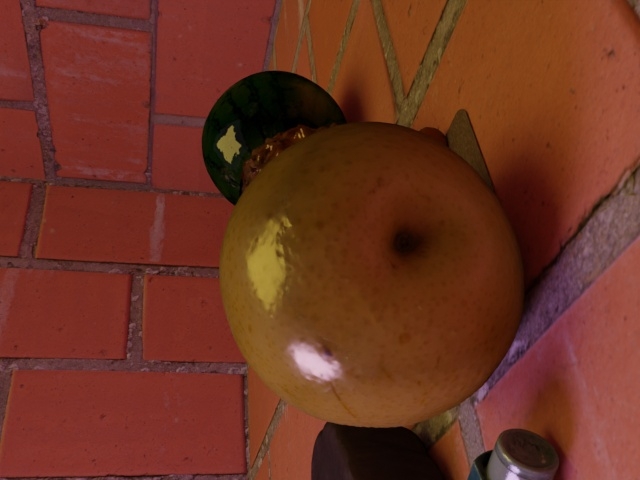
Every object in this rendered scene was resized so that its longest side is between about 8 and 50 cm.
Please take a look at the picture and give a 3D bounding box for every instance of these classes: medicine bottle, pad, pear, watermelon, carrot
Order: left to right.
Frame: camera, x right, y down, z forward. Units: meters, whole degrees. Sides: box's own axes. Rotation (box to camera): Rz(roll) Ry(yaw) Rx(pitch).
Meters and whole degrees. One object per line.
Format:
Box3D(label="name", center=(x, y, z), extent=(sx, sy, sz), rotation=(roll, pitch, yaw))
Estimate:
Box3D(label="watermelon", center=(-0.099, -0.214, 1.517), extent=(0.363, 0.363, 0.363), rotation=(-176, 90, -77))
Box3D(label="pear", center=(0.056, 0.043, 0.764), extent=(0.348, 0.348, 0.348), rotation=(-176, 90, -77))
Box3D(label="carrot", center=(0.152, -0.111, 1.040), extent=(0.139, 0.048, 0.048), rotation=(108, 161, -55))
Box3D(label="pad", center=(0.195, -0.041, 0.935), extent=(0.176, 0.002, 0.266), rotation=(108, 161, -48))
Box3D(label="medicine bottle", center=(0.180, 0.310, 0.733), extent=(0.124, 0.079, 0.258), rotation=(-108, 26, -58))

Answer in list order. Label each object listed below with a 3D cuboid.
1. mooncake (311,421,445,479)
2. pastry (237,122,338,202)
Box3D(label="mooncake", center=(0.080, 0.412, 0.972), extent=(0.306, 0.154, 0.306), rotation=(-175, 90, -77))
Box3D(label="pastry", center=(-0.001, -0.016, 1.137), extent=(0.337, 0.292, 0.405), rotation=(-84, -12, -59))
